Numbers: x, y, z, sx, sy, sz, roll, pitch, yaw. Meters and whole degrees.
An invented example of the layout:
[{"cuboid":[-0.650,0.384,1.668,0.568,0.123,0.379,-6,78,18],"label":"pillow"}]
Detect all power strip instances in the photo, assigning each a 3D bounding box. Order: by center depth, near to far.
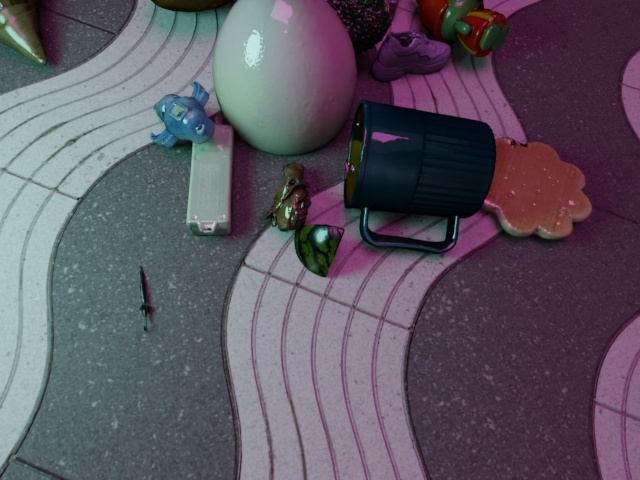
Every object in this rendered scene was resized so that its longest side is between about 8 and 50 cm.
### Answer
[{"cuboid":[-0.255,-0.158,1.077,0.098,0.058,0.338,-1,64,-6],"label":"power strip"}]

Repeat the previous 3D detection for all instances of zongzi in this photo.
[{"cuboid":[-0.800,-0.740,1.278,0.467,0.218,0.500,41,51,-14],"label":"zongzi"}]

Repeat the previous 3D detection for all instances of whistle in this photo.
[{"cuboid":[-0.329,-0.294,1.080,0.180,0.093,0.269,-52,43,1],"label":"whistle"}]

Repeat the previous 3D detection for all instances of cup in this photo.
[{"cuboid":[0.214,-0.150,1.025,0.292,0.242,0.307,6,61,-6],"label":"cup"}]

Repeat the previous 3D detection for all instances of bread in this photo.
[{"cuboid":[0.527,-0.134,1.155,0.316,0.054,0.315,3,62,-6],"label":"bread"}]

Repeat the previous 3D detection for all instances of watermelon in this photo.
[{"cuboid":[0.000,0.000,1.028,0.135,0.125,0.094,36,33,31],"label":"watermelon"}]

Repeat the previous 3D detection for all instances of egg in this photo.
[{"cuboid":[-0.082,-0.432,1.077,0.355,0.339,0.354,2,64,-4],"label":"egg"}]

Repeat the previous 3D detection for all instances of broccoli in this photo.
[{"cuboid":[0.089,-0.643,1.258,0.297,0.297,0.297,-23,67,-39],"label":"broccoli"}]

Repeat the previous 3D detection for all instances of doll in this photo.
[{"cuboid":[0.386,-0.677,1.348,0.183,0.160,0.363,-21,65,-31],"label":"doll"}]

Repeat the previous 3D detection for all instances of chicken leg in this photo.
[{"cuboid":[-0.069,-0.110,1.043,0.080,0.125,0.196,32,59,-34],"label":"chicken leg"}]

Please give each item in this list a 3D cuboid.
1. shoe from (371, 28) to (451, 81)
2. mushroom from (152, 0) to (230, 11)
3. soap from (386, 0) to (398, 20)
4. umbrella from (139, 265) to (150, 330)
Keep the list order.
[{"cuboid":[0.266,-0.537,1.279,0.245,0.137,0.095,-17,71,-14],"label":"shoe"},{"cuboid":[-0.354,-0.808,1.245,0.331,0.334,0.356,-13,98,-31],"label":"mushroom"},{"cuboid":[0.195,-0.793,1.437,0.122,0.065,0.203,16,63,2],"label":"soap"},{"cuboid":[-0.368,0.115,0.949,0.022,0.022,0.148,3,60,-34],"label":"umbrella"}]
